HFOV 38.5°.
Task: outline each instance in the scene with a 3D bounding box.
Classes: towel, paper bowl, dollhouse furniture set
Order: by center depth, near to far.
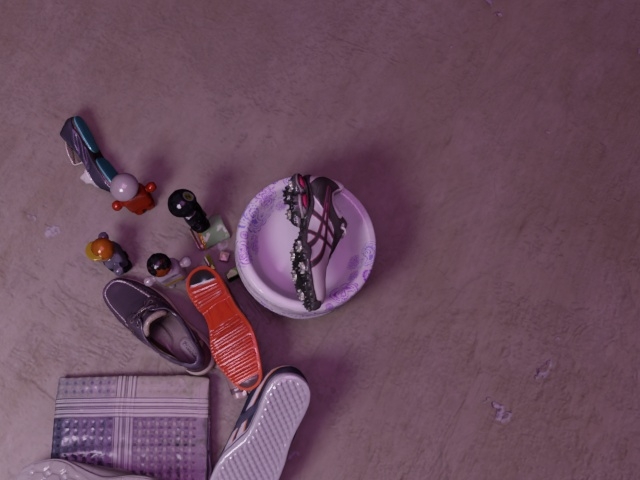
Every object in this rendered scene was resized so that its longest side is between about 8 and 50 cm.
[{"bbox_3d":[-0.376,0.427,1.839,0.324,0.056,0.312,1,75,-1],"label":"towel"},{"bbox_3d":[-0.035,0.020,1.888,0.284,0.148,0.284,2,75,-7],"label":"paper bowl"},{"bbox_3d":[-0.216,0.014,1.928,0.076,0.058,0.151,-26,81,-9],"label":"dollhouse furniture set"}]

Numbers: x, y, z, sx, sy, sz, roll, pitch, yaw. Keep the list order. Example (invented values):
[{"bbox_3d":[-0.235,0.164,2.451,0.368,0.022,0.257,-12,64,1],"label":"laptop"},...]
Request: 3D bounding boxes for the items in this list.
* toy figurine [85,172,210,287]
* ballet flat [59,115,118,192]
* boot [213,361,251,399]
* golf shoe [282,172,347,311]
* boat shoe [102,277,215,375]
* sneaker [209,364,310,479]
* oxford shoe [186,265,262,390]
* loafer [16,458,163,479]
[{"bbox_3d":[-0.349,-0.018,1.862,0.213,0.148,0.209,18,77,14],"label":"toy figurine"},{"bbox_3d":[-0.491,-0.167,1.952,0.074,0.074,0.203,-32,88,-10],"label":"ballet flat"},{"bbox_3d":[-0.178,0.283,1.883,0.118,0.042,0.087,-6,86,2],"label":"boot"},{"bbox_3d":[0.000,0.000,1.772,0.120,0.105,0.273,-1,77,-16],"label":"golf shoe"},{"bbox_3d":[-0.333,0.166,1.860,0.285,0.092,0.103,40,82,14],"label":"boat shoe"},{"bbox_3d":[-0.117,0.395,1.826,0.126,0.127,0.321,30,96,-10],"label":"sneaker"},{"bbox_3d":[-0.179,0.178,1.863,0.097,0.098,0.271,-26,72,7],"label":"oxford shoe"},{"bbox_3d":[-0.426,0.483,1.740,0.319,0.111,0.112,5,68,17],"label":"loafer"}]
